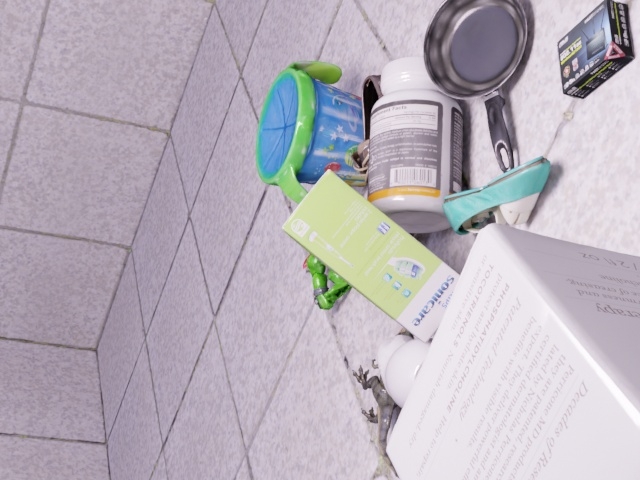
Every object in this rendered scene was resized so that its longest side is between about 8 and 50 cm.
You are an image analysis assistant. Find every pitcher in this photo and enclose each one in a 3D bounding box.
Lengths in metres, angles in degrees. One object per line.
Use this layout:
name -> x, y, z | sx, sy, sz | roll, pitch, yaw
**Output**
pitcher -> 0.166, 0.246, 1.831 | 0.207, 0.125, 0.178 | 170, 88, -77

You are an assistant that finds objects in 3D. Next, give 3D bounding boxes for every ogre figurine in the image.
ogre figurine -> 0.028, 0.038, 2.264 | 0.118, 0.097, 0.197 | 56, 150, 35

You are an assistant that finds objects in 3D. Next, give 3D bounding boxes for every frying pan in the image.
frying pan -> 0.289, -0.281, 1.814 | 0.197, 0.053, 0.326 | -47, 58, 23

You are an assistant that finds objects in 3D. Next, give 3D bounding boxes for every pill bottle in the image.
pill bottle -> 0.165, -0.164, 1.928 | 0.162, 0.162, 0.278 | 150, 127, -61

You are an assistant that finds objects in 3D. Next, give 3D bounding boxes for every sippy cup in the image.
sippy cup -> 0.014, -0.206, 2.219 | 0.240, 0.224, 0.305 | -163, 84, -68

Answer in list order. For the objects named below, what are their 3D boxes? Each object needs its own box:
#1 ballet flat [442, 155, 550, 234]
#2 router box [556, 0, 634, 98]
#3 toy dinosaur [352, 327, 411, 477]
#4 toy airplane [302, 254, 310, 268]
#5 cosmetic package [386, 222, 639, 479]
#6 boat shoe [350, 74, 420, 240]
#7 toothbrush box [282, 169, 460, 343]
ballet flat -> 0.282, -0.059, 1.730 | 0.247, 0.083, 0.087 | -25, 84, 59
router box -> 0.391, -0.273, 1.597 | 0.122, 0.038, 0.092 | 137, 138, -55
toy dinosaur -> 0.111, 0.282, 2.003 | 0.118, 0.064, 0.268 | -5, 80, 60
toy airplane -> 0.000, 0.000, 2.419 | 0.151, 0.028, 0.151 | -40, 45, 55
cosmetic package -> 0.321, 0.234, 1.173 | 0.394, 0.329, 0.327 | -120, 46, -56
boat shoe -> 0.119, -0.147, 2.067 | 0.132, 0.130, 0.355 | 139, 136, -57
toothbrush box -> 0.084, 0.026, 1.769 | 0.122, 0.283, 0.206 | -50, -1, -1
